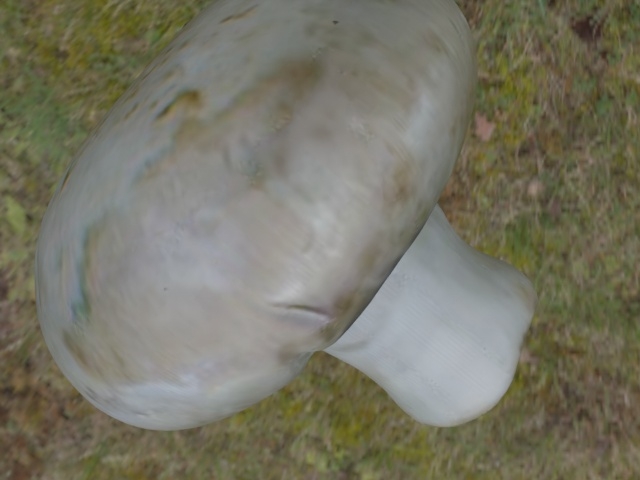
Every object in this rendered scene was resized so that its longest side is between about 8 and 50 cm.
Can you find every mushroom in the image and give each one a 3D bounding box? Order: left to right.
[{"bbox_3d":[0.000,0.000,0.648,0.243,0.243,0.243,4,114,8],"label":"mushroom"}]
